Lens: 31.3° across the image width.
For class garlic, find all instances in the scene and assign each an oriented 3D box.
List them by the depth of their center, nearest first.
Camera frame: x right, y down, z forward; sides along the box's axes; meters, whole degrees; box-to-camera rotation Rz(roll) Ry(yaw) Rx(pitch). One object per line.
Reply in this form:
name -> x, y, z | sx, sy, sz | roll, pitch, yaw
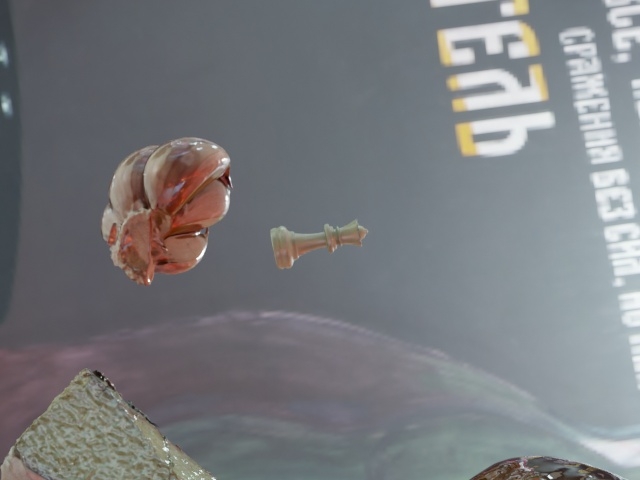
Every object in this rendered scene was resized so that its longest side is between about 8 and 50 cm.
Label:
garlic -> -0.220, -0.062, 1.603 | 0.191, 0.160, 0.214 | -39, 149, -57

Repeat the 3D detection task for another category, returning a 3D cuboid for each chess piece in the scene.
chess piece -> 0.000, 0.000, 1.104 | 0.042, 0.093, 0.042 | -11, 90, -90

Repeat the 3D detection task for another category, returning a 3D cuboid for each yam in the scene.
yam -> -0.231, 0.325, 1.402 | 0.202, 0.271, 0.201 | -45, 150, -35

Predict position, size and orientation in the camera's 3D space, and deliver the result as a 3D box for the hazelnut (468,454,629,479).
hazelnut -> 0.192, 0.279, 0.856 | 0.251, 0.217, 0.217 | -114, -166, -47
